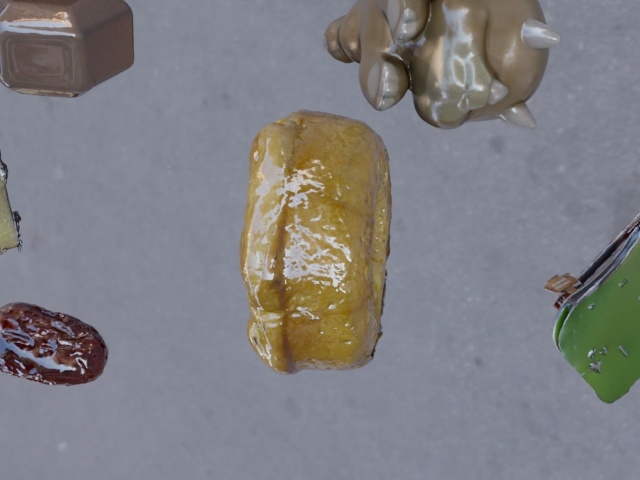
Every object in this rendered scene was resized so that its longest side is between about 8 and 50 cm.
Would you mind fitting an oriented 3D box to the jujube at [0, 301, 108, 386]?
[{"bbox_3d":[-0.279,0.109,1.197,0.129,0.077,0.077,17,122,9],"label":"jujube"}]

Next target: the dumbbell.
[{"bbox_3d":[-0.150,-0.191,0.639,0.082,0.092,0.231,-83,-4,-56],"label":"dumbbell"}]

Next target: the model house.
[{"bbox_3d":[0.409,0.041,1.600,0.207,0.294,0.154,44,180,-36],"label":"model house"}]

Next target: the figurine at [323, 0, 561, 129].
[{"bbox_3d":[0.121,-0.198,1.091,0.247,0.173,0.177,-130,44,-65],"label":"figurine"}]

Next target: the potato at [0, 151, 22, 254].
[{"bbox_3d":[-0.347,-0.068,1.103,0.100,0.089,0.172,23,125,57],"label":"potato"}]

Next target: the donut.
[{"bbox_3d":[0.000,0.000,1.417,0.150,0.299,0.317,1,116,10],"label":"donut"}]
